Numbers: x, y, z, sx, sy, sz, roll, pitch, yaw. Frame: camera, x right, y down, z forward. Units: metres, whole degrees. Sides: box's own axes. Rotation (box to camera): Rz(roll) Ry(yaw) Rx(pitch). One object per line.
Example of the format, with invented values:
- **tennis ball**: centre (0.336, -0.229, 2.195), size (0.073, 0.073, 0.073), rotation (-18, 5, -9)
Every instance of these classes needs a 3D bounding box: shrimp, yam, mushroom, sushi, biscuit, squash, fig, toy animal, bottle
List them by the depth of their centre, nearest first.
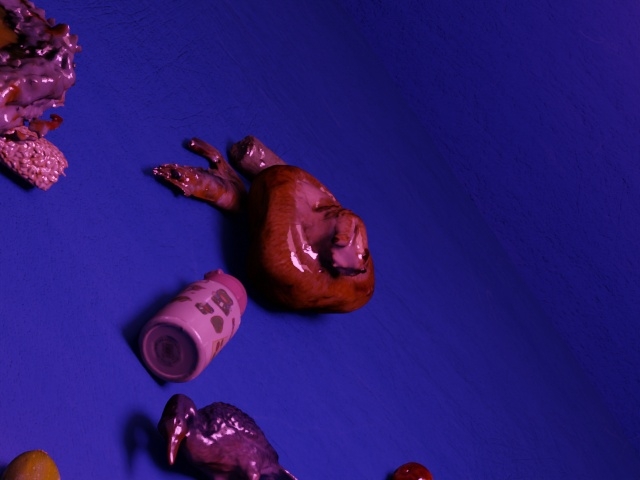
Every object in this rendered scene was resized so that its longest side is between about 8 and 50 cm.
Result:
- **squash**: centre (-0.364, 0.339, 1.438), size (0.095, 0.095, 0.188), rotation (43, 25, -26)
- **sushi**: centre (-0.537, -0.288, 1.679), size (0.417, 0.176, 0.417), rotation (25, 33, -18)
- **toy animal**: centre (-0.143, 0.337, 1.783), size (0.298, 0.122, 0.185), rotation (22, 42, -52)
- **biscuit**: centre (-0.474, -0.147, 1.813), size (0.168, 0.070, 0.082), rotation (37, -2, -33)
- **bottle**: centre (-0.197, 0.132, 1.928), size (0.120, 0.120, 0.253), rotation (54, 26, -5)
- **fig**: centre (0.182, 0.491, 2.242), size (0.089, 0.089, 0.125), rotation (-67, 143, -60)
- **shrimp**: centre (-0.236, -0.140, 2.253), size (0.296, 0.058, 0.169), rotation (22, 36, -56)
- **mushroom**: centre (0.000, 0.000, 2.259), size (0.345, 0.259, 0.345), rotation (42, 30, -31)
- **yam**: centre (-0.110, -0.148, 2.451), size (0.179, 0.078, 0.078), rotation (38, 31, -38)
